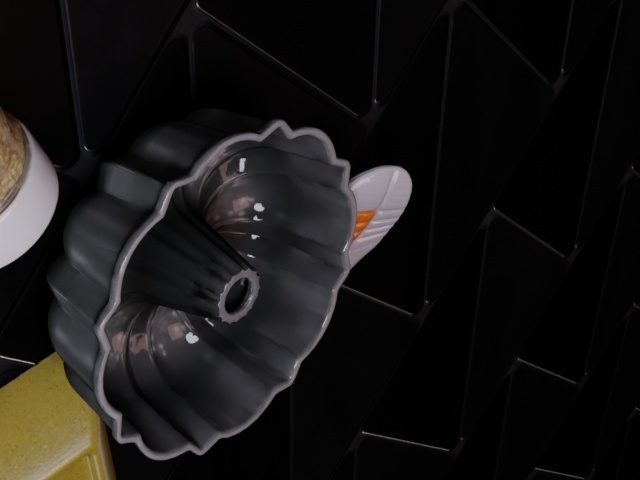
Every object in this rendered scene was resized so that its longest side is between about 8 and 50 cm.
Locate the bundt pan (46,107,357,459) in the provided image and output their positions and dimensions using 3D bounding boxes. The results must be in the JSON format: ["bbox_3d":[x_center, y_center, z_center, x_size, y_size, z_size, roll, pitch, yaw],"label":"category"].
[{"bbox_3d":[-0.116,0.026,1.128,0.331,0.124,0.331,-33,137,-37],"label":"bundt pan"}]

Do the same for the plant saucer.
[{"bbox_3d":[-0.308,0.308,1.163,0.333,0.081,0.333,-35,142,-32],"label":"plant saucer"}]

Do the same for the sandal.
[{"bbox_3d":[-0.009,0.000,1.321,0.102,0.076,0.265,6,134,-40],"label":"sandal"}]

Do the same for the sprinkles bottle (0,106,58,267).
[{"bbox_3d":[-0.296,-0.112,0.780,0.121,0.121,0.355,-49,146,-14],"label":"sprinkles bottle"}]
